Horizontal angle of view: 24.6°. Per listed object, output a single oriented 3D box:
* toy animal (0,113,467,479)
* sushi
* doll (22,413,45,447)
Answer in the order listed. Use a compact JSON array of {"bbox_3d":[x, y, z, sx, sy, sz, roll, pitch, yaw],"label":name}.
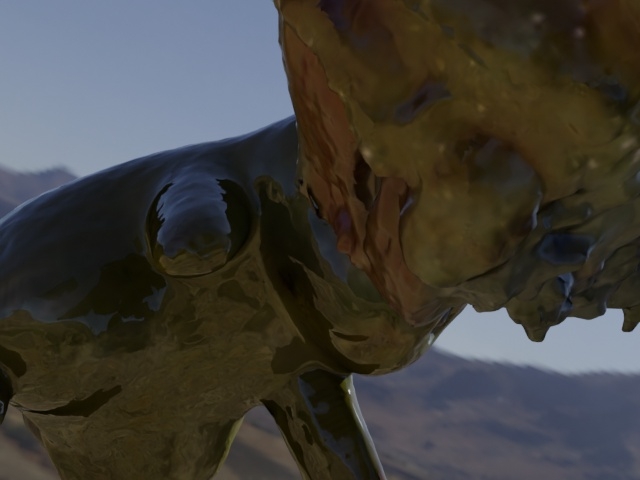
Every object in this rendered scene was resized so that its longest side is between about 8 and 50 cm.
[{"bbox_3d":[-0.006,0.015,0.705,0.363,0.180,0.181,-20,-51,16],"label":"toy animal"},{"bbox_3d":[0.108,-0.088,0.422,0.139,0.274,0.184,53,5,26],"label":"sushi"},{"bbox_3d":[-0.141,0.068,0.947,0.089,0.179,0.102,22,19,7],"label":"doll"}]
